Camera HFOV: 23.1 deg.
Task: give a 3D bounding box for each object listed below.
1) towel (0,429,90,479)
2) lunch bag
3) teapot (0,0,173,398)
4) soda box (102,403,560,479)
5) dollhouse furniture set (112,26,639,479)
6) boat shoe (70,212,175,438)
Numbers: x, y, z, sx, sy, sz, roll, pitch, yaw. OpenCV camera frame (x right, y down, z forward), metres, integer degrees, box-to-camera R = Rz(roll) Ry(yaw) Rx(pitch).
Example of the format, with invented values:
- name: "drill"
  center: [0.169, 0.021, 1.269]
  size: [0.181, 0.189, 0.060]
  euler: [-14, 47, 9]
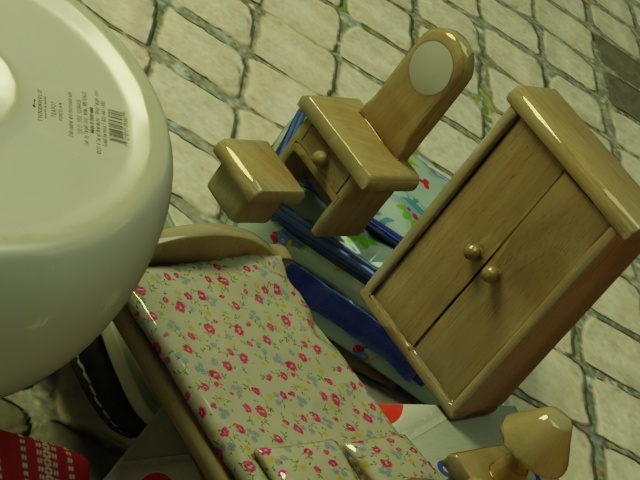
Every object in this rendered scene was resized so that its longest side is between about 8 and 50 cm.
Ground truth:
- name: "towel"
  center: [-0.220, 0.147, 0.702]
  size: [0.275, 0.031, 0.199]
  euler: [19, 37, -32]
- name: "lunch bag"
  center: [0.045, 0.010, 1.114]
  size: [0.219, 0.090, 0.176]
  euler: [35, 34, -6]
- name: "teapot"
  center: [-0.202, -0.013, 0.722]
  size: [0.252, 0.187, 0.256]
  euler: [43, 39, 13]
- name: "soda box"
  center: [0.017, 0.155, 0.888]
  size: [0.286, 0.091, 0.098]
  euler: [7, 43, -43]
- name: "dollhouse furniture set"
  center: [0.000, 0.000, 0.815]
  size: [0.355, 0.174, 0.303]
  euler: [0, 46, -49]
- name: "boat shoe"
  center: [-0.145, -0.007, 0.929]
  size: [0.114, 0.091, 0.303]
  euler: [36, 30, -52]
